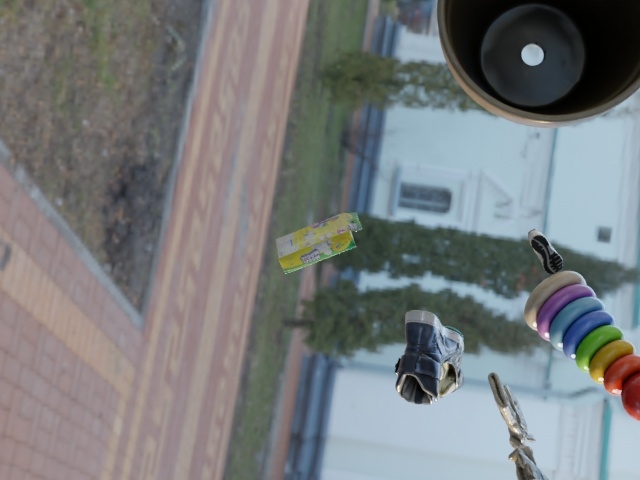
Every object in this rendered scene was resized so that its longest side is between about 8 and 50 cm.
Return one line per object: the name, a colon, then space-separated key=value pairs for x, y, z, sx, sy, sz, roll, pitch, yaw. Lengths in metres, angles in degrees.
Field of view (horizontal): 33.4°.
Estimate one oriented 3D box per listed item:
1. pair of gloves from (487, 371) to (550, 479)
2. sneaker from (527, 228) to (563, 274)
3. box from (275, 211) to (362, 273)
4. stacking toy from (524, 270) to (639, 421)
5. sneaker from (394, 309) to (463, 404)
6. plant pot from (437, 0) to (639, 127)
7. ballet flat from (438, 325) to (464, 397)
pair of gloves: x=0.355 y=0.368 z=1.891 sx=0.204 sy=0.042 sz=0.240 roll=45 pitch=24 yaw=-58
sneaker: x=0.433 y=0.019 z=2.055 sx=0.109 sy=0.040 sz=0.044 roll=56 pitch=10 yaw=-29
box: x=0.000 y=0.000 z=2.184 sx=0.105 sy=0.179 sz=0.043 roll=-102 pitch=169 yaw=-65
stacking toy: x=0.525 y=0.204 z=1.969 sx=0.330 sy=0.141 sz=0.141 roll=51 pitch=-33 yaw=41
sneaker: x=0.209 y=0.242 z=2.045 sx=0.226 sy=0.086 sz=0.163 roll=37 pitch=55 yaw=-56
plant pot: x=0.331 y=-0.308 z=1.603 sx=0.280 sy=0.323 sz=0.323 roll=52 pitch=47 yaw=-84
ballet flat: x=0.272 y=0.293 z=2.429 sx=0.096 sy=0.095 sz=0.280 roll=-56 pitch=156 yaw=-25
